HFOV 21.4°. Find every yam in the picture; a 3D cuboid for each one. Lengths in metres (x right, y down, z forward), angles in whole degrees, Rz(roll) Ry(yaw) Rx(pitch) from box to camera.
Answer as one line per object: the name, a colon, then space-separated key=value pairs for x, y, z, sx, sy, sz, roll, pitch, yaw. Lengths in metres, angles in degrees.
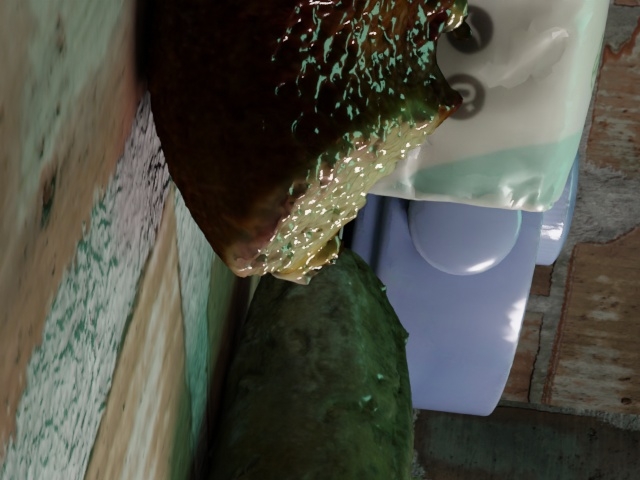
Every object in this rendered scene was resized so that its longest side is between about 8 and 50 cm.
yam: x=-0.008 y=0.136 z=0.964 sx=0.133 sy=0.133 sz=0.330 roll=91 pitch=4 yaw=-49

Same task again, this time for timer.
timer: x=0.110 y=-0.043 z=1.325 sx=0.395 sy=0.173 sz=0.395 roll=-171 pitch=-90 yaw=-89

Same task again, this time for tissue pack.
tissue pack: x=0.059 y=-0.230 z=0.834 sx=0.266 sy=0.194 sz=0.356 roll=-77 pitch=172 yaw=-63

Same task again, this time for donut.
donut: x=-0.017 y=-0.080 z=0.686 sx=0.186 sy=0.144 sz=0.126 roll=-52 pitch=177 yaw=15

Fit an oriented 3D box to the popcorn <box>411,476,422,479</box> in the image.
popcorn: x=0.006 y=0.218 z=1.126 sx=0.195 sy=0.168 sz=0.173 roll=38 pitch=42 yaw=-41
